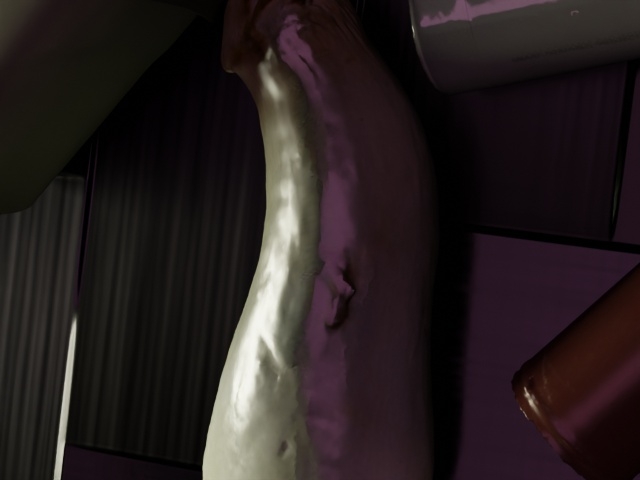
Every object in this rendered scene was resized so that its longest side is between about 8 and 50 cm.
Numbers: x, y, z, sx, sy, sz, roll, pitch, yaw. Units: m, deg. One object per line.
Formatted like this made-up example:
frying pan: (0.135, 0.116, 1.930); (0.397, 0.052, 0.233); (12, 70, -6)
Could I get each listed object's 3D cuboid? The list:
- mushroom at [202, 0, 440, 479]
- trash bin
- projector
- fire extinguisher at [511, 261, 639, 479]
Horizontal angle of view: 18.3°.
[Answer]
mushroom: (0.000, -0.001, 1.360); (0.177, 0.126, 0.397); (8, 97, 30)
trash bin: (-0.222, -0.160, 1.401); (0.220, 0.219, 0.250); (46, 112, 17)
projector: (0.227, -0.174, 1.277); (0.337, 0.108, 0.108); (-10, 87, 22)
fire extinguisher: (0.290, 0.032, 1.261); (0.337, 0.106, 0.147); (-42, 101, 17)
